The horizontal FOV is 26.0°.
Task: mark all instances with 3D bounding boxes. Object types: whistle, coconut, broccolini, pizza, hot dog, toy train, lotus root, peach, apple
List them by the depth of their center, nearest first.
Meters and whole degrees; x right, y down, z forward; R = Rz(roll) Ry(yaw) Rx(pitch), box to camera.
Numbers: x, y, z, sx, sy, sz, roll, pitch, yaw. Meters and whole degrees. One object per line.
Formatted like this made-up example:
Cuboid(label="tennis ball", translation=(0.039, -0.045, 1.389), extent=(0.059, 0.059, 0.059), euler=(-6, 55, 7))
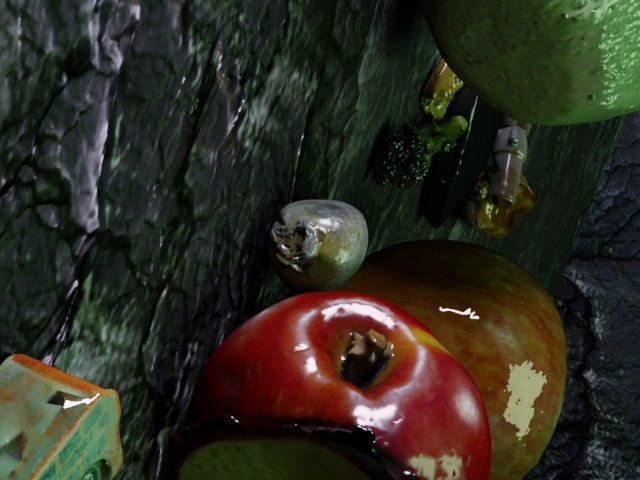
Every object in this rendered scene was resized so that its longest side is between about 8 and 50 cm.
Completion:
Cuboid(label="toy train", translation=(-0.183, 0.146, 0.786), extent=(0.188, 0.072, 0.099), euler=(-55, 154, -38))
Cuboid(label="peach", translation=(0.024, 0.185, 1.172), extent=(0.361, 0.258, 0.201), euler=(88, 27, -46))
Cuboid(label="lotus root", translation=(0.001, 0.003, 1.199), extent=(0.165, 0.088, 0.088), euler=(-41, 150, -78))
Cuboid(label="coconut", translation=(0.234, -0.272, 1.249), extent=(0.328, 0.281, 0.328), euler=(1, 89, -41))
Cuboid(label="apple", translation=(0.095, 0.138, 1.389), extent=(0.309, 0.250, 0.277), euler=(-58, -158, 22))
Cuboid(label="broccolini", translation=(0.111, -0.109, 1.465), extent=(0.067, 0.058, 0.216), euler=(-39, -178, 30))
Cuboid(label="pizza", translation=(0.141, -0.167, 1.532), extent=(0.123, 0.026, 0.108), euler=(-57, 163, -38))
Cuboid(label="whistle", translation=(0.256, -0.146, 1.819), extent=(0.107, 0.057, 0.220), euler=(96, 7, -66))
Cuboid(label="hot dog", translation=(0.242, -0.060, 1.942), extent=(0.104, 0.076, 0.250), euler=(-50, 163, 9))

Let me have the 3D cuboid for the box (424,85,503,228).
Cuboid(label="box", translation=(0.187, -0.134, 1.699), extent=(0.201, 0.042, 0.212), euler=(-48, 156, -51))
